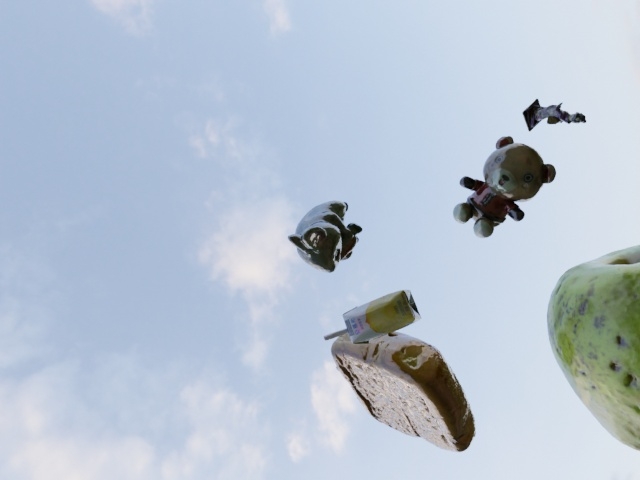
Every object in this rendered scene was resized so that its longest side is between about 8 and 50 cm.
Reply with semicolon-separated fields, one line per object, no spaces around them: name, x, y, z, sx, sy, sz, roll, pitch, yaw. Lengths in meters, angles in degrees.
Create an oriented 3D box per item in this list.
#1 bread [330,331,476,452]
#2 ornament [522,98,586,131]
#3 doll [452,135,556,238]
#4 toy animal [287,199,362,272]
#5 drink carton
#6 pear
bread;0.219;0.351;1.192;0.148;0.327;0.337;-49;-59;-30
ornament;0.755;-0.407;1.547;0.088;0.203;0.081;-42;-66;-9
doll;0.598;-0.164;1.597;0.174;0.235;0.330;-6;-45;-51
toy animal;-0.001;0.003;0.907;0.125;0.127;0.251;42;-161;3
drink carton;0.105;0.170;1.013;0.074;0.199;0.084;6;-119;-64
pear;0.606;0.185;0.834;0.391;0.391;0.392;2;-93;-43
